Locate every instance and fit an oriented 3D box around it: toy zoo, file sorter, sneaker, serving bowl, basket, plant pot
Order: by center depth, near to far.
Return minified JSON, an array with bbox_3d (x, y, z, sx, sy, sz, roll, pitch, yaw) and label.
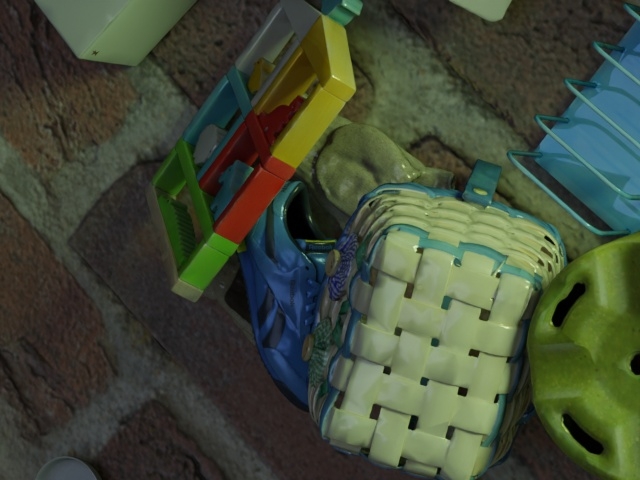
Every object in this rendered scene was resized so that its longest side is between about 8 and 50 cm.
[{"bbox_3d":[0.295,0.085,1.384,0.276,0.254,0.276,1,91,35],"label":"plant pot"},{"bbox_3d":[0.097,0.065,1.490,0.201,0.289,0.255,17,99,8],"label":"basket"},{"bbox_3d":[0.255,-0.100,1.504,0.118,0.104,0.170,44,109,20],"label":"file sorter"},{"bbox_3d":[-0.017,0.048,1.611,0.082,0.069,0.209,-22,78,38],"label":"sneaker"},{"bbox_3d":[-0.058,-0.107,1.636,0.293,0.030,0.192,-52,29,19],"label":"toy zoo"},{"bbox_3d":[-0.248,0.256,1.805,0.083,0.027,0.083,1,92,26],"label":"serving bowl"}]

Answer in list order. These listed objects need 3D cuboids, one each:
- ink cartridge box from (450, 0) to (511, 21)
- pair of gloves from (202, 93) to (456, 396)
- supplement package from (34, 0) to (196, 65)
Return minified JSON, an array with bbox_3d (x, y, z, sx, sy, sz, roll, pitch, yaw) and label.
[{"bbox_3d":[0.043,-0.359,1.544,0.353,0.119,0.207,27,106,-13],"label":"ink cartridge box"},{"bbox_3d":[0.000,0.000,1.669,0.204,0.042,0.240,30,104,25],"label":"pair of gloves"},{"bbox_3d":[-0.223,-0.270,1.737,0.105,0.105,0.179,-44,72,20],"label":"supplement package"}]
